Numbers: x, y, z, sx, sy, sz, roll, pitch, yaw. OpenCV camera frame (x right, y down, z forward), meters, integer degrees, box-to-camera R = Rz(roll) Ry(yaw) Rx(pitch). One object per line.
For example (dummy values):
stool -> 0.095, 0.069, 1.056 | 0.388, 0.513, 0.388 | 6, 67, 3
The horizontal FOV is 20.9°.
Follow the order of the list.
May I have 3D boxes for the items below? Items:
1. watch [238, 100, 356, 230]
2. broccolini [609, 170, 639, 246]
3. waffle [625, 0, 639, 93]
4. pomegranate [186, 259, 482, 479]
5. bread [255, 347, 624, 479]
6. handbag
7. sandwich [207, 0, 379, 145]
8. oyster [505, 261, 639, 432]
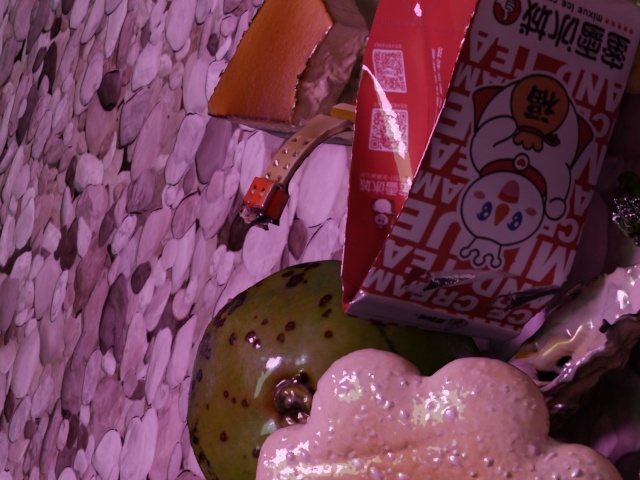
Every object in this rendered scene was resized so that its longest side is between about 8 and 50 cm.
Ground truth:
watch -> 0.002, -0.009, 1.568 | 0.268, 0.165, 0.102 | -40, 23, -14
broccolini -> 0.234, -0.019, 1.278 | 0.194, 0.054, 0.052 | -63, -37, -83
waffle -> 0.211, -0.229, 1.469 | 0.312, 0.060, 0.307 | -11, 66, 56
pomegranate -> 0.021, 0.141, 1.448 | 0.254, 0.270, 0.254 | -6, 73, 19
bread -> 0.081, 0.230, 1.277 | 0.316, 0.054, 0.316 | 5, 103, 23
handbag -> 0.112, -0.071, 1.344 | 0.151, 0.171, 0.298 | 22, 95, 59
sandwich -> -0.016, -0.157, 1.786 | 0.220, 0.108, 0.186 | -54, 33, 29
oyster -> 0.198, 0.089, 1.315 | 0.209, 0.072, 0.133 | -41, 10, 29
